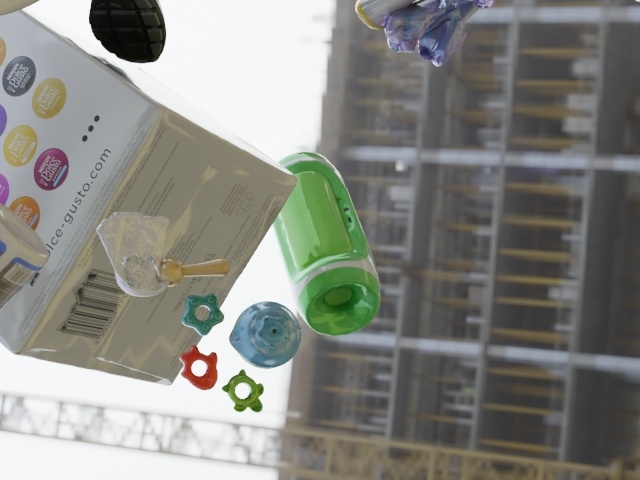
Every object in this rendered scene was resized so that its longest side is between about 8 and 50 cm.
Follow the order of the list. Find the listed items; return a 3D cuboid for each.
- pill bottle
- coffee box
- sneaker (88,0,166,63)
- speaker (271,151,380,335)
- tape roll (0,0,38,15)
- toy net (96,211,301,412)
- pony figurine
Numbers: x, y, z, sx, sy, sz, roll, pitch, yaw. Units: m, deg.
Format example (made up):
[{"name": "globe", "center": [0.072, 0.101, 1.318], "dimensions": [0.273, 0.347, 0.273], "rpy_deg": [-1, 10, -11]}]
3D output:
[{"name": "pill bottle", "center": [-0.309, 0.037, 1.309], "dimensions": [0.137, 0.078, 0.078], "rpy_deg": [-45, -28, 6]}, {"name": "coffee box", "center": [-0.303, -0.058, 1.916], "dimensions": [0.338, 0.334, 0.338], "rpy_deg": [-58, -29, 6]}, {"name": "sneaker", "center": [-0.237, -0.332, 1.828], "dimensions": [0.267, 0.101, 0.106], "rpy_deg": [76, -158, -46]}, {"name": "speaker", "center": [0.000, 0.000, 2.205], "dimensions": [0.297, 0.131, 0.131], "rpy_deg": [-108, -3, -47]}, {"name": "tape roll", "center": [-0.328, -0.409, 1.488], "dimensions": [0.392, 0.072, 0.392], "rpy_deg": [-34, -39, -33]}, {"name": "toy net", "center": [-0.131, 0.066, 1.475], "dimensions": [0.122, 0.232, 0.045], "rpy_deg": [-55, 6, -15]}, {"name": "pony figurine", "center": [0.206, -0.331, 1.522], "dimensions": [0.303, 0.363, 0.351], "rpy_deg": [44, -148, -18]}]
